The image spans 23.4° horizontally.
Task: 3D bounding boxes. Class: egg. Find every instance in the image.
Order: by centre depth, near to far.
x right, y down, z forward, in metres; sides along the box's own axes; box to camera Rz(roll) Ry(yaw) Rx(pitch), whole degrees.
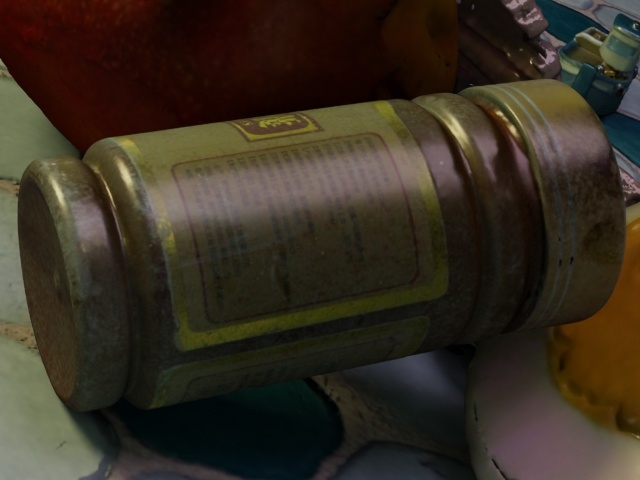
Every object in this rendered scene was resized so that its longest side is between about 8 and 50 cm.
[{"bbox_3d":[0.238,0.104,0.965,0.174,0.264,0.286,54,31,-36],"label":"egg"}]

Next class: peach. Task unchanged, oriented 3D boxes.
[{"bbox_3d":[-0.070,-0.173,1.055,0.372,0.290,0.372,47,-10,11],"label":"peach"}]

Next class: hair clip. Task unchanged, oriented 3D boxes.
[{"bbox_3d":[0.148,-0.102,1.144,0.069,0.173,0.300,-26,64,-25],"label":"hair clip"}]

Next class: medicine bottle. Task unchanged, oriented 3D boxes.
[{"bbox_3d":[0.000,0.000,0.886,0.322,0.151,0.151,-10,40,-21],"label":"medicine bottle"}]

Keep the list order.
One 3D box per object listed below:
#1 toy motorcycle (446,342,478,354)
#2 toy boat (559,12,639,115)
[{"bbox_3d":[0.185,0.058,1.126,0.221,0.102,0.150,18,36,-17],"label":"toy motorcycle"},{"bbox_3d":[0.320,-0.211,1.745,0.088,0.102,0.215,30,26,9],"label":"toy boat"}]
